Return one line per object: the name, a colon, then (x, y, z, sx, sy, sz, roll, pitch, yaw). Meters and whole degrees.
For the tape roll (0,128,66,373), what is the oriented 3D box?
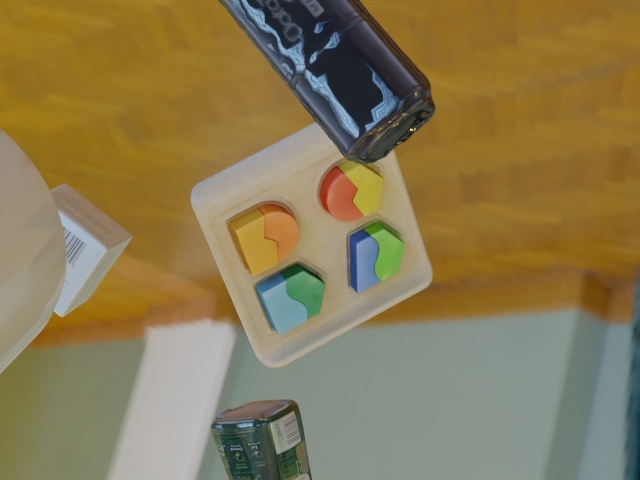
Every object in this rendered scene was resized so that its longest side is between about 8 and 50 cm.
tape roll: (-0.335, 0.025, 1.139, 0.246, 0.246, 0.169, 11, -156, 11)

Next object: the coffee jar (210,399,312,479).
coffee jar: (-0.050, 0.268, 1.643, 0.096, 0.184, 0.079, -8, -170, 37)

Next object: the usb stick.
usb stick: (-0.026, -0.171, 1.063, 0.278, 0.077, 0.045, 52, -169, 20)

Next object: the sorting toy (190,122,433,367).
sorting toy: (0.000, 0.000, 1.403, 0.038, 0.193, 0.208, 46, 161, 56)

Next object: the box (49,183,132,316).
box: (-0.285, 0.009, 1.689, 0.101, 0.102, 0.087, 37, -162, 3)
